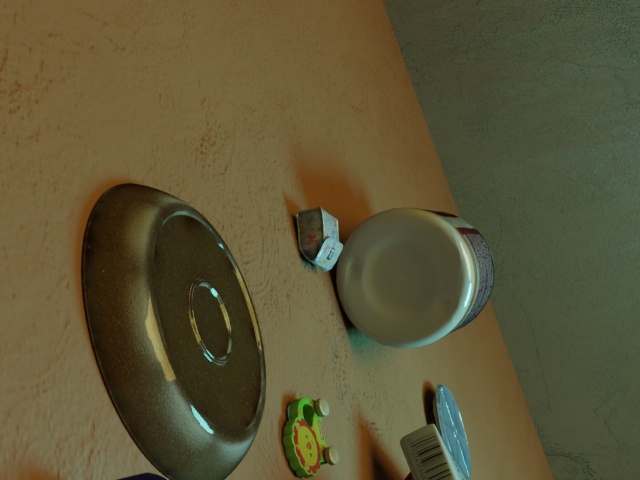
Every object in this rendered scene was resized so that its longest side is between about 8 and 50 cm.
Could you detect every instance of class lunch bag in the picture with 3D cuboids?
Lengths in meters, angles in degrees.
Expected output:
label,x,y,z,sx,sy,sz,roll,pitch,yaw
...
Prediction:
label,x,y,z,sx,sy,sz,roll,pitch,yaw
lunch bag,0.000,0.000,1.455,0.071,0.053,0.083,35,49,-62

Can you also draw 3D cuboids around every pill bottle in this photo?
label,x,y,z,sx,sy,sz,roll,pitch,yaw
pill bottle,0.182,0.059,1.687,0.392,0.224,0.224,1,72,-73

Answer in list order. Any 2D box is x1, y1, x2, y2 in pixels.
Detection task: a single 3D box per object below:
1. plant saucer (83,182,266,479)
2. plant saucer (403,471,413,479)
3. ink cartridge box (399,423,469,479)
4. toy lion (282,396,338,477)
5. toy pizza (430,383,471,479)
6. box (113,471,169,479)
label,x,y,z,sx,sy,sz,roll,pitch,yaw
plant saucer,-0.126,0.085,0.954,0.310,0.050,0.310,-17,90,-74
plant saucer,0.150,0.510,1.413,0.258,0.047,0.259,-62,133,-68
ink cartridge box,0.246,0.484,1.432,0.330,0.071,0.324,56,8,-42
toy lion,-0.018,0.239,1.181,0.096,0.034,0.100,29,45,-57
toy pizza,0.254,0.385,1.922,0.201,0.032,0.201,-17,90,-74
box,-0.124,0.242,0.724,0.028,0.081,0.136,-49,120,-71
